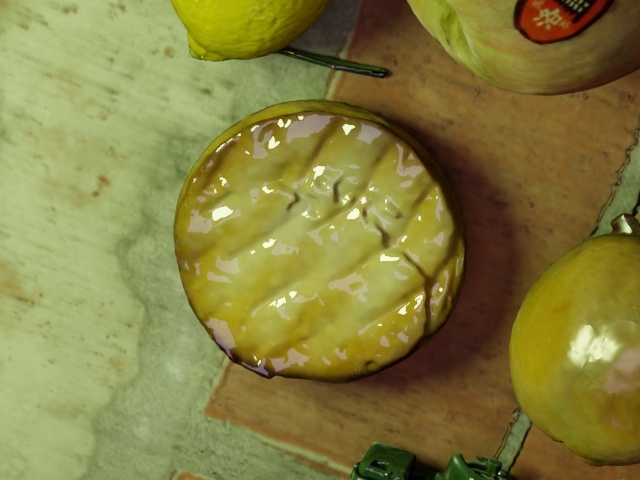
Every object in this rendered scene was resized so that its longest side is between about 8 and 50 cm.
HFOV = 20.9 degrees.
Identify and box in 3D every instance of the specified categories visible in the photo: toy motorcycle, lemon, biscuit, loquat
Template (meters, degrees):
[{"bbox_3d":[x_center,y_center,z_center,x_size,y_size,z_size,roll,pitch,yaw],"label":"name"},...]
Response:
[{"bbox_3d":[0.083,0.302,1.806,0.275,0.127,0.205,19,112,-2],"label":"toy motorcycle"},{"bbox_3d":[-0.064,-0.274,1.611,0.187,0.187,0.244,19,111,2],"label":"lemon"},{"bbox_3d":[0.000,0.000,1.734,0.296,0.102,0.296,2,111,6],"label":"biscuit"},{"bbox_3d":[0.290,0.102,1.664,0.193,0.238,0.238,23,110,-17],"label":"loquat"}]

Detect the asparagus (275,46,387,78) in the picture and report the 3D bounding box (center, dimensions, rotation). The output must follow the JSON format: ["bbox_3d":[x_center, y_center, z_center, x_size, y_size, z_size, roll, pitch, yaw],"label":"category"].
[{"bbox_3d":[-0.014,-0.183,1.723,0.166,0.016,0.013,14,151,3],"label":"asparagus"}]

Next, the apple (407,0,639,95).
[{"bbox_3d":[0.190,-0.334,1.464,0.346,0.391,0.391,-44,98,0],"label":"apple"}]
